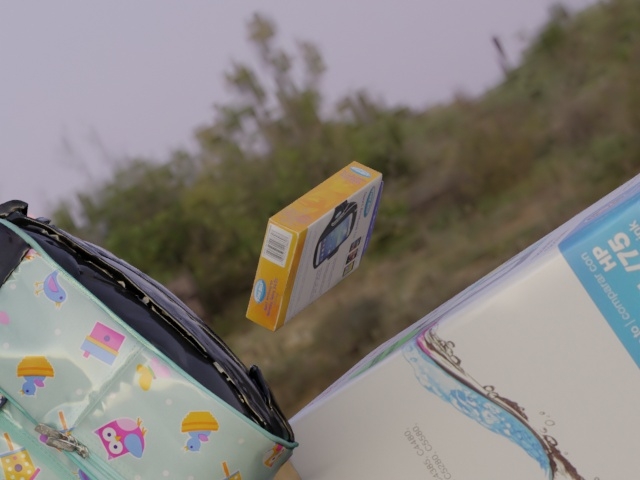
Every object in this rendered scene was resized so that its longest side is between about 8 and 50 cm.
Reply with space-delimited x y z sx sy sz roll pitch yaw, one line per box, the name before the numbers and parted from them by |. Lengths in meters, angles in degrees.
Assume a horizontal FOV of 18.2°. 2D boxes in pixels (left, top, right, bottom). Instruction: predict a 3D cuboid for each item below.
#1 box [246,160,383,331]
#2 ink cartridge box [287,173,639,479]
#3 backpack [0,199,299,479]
box | 0.000 0.000 1.378 0.136 0.028 0.081 -38 -32 -54
ink cartridge box | 0.157 0.099 1.149 0.270 0.197 0.198 -35 -1 25
backpack | -0.111 0.087 1.019 0.144 0.188 0.166 -59 -4 -6
